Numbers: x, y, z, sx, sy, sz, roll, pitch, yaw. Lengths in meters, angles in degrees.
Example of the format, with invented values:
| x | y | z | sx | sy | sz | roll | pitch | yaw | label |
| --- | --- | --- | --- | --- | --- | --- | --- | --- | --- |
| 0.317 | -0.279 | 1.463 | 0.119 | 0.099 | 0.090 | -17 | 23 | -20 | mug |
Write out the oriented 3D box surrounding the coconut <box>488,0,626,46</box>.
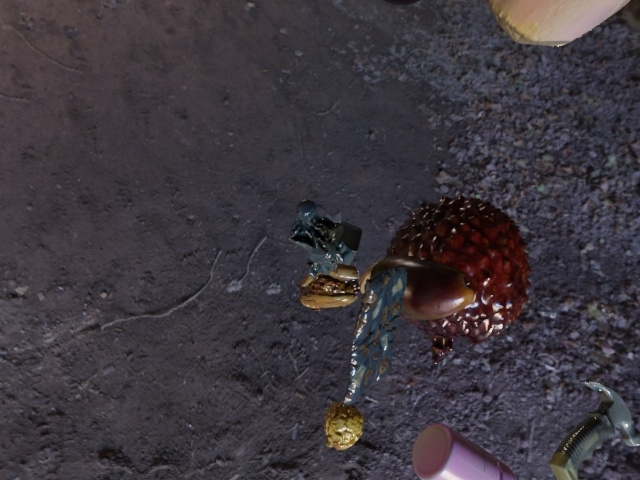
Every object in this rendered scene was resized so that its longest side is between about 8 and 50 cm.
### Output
| x | y | z | sx | sy | sz | roll | pitch | yaw | label |
| --- | --- | --- | --- | --- | --- | --- | --- | --- | --- |
| 0.580 | -0.624 | 0.937 | 0.297 | 0.309 | 0.297 | 7 | 70 | -19 | coconut |

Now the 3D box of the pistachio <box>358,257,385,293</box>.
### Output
| x | y | z | sx | sy | sz | roll | pitch | yaw | label |
| --- | --- | --- | --- | --- | --- | --- | --- | --- | --- |
| 0.247 | 0.152 | 1.812 | 0.145 | 0.200 | 0.117 | 33 | 32 | -42 | pistachio |

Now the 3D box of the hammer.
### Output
| x | y | z | sx | sy | sz | roll | pitch | yaw | label |
| --- | --- | --- | --- | --- | --- | --- | --- | --- | --- |
| 0.544 | 0.393 | 0.833 | 0.226 | 0.041 | 0.159 | -29 | 84 | -23 | hammer |

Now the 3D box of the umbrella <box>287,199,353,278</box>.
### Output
| x | y | z | sx | sy | sz | roll | pitch | yaw | label |
| --- | --- | --- | --- | --- | --- | --- | --- | --- | --- |
| 0.000 | 0.003 | 1.099 | 0.143 | 0.349 | 0.094 | -42 | 65 | -11 | umbrella |

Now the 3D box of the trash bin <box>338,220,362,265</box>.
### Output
| x | y | z | sx | sy | sz | roll | pitch | yaw | label |
| --- | --- | --- | --- | --- | --- | --- | --- | --- | --- |
| 0.081 | 0.056 | 1.824 | 0.122 | 0.240 | 0.164 | 23 | 46 | -6 | trash bin |

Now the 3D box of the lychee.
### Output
| x | y | z | sx | sy | sz | roll | pitch | yaw | label |
| --- | --- | --- | --- | --- | --- | --- | --- | --- | --- |
| 0.390 | 0.115 | 1.219 | 0.424 | 0.424 | 0.500 | 11 | 92 | -7 | lychee |

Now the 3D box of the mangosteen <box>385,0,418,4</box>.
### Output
| x | y | z | sx | sy | sz | roll | pitch | yaw | label |
| --- | --- | --- | --- | --- | --- | --- | --- | --- | --- |
| 0.121 | -0.415 | 0.575 | 0.152 | 0.152 | 0.152 | 6 | 58 | -10 | mangosteen |

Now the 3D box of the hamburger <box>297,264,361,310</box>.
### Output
| x | y | z | sx | sy | sz | roll | pitch | yaw | label |
| --- | --- | --- | --- | --- | --- | --- | --- | --- | --- |
| 0.023 | 0.173 | 1.541 | 0.282 | 0.245 | 0.155 | -4 | 72 | 18 | hamburger |

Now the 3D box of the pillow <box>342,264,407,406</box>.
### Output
| x | y | z | sx | sy | sz | roll | pitch | yaw | label |
| --- | --- | --- | --- | --- | --- | --- | --- | --- | --- |
| 0.111 | 0.175 | 0.798 | 0.034 | 0.256 | 0.189 | 17 | 14 | 31 | pillow |

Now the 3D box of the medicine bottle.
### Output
| x | y | z | sx | sy | sz | roll | pitch | yaw | label |
| --- | --- | --- | --- | --- | --- | --- | --- | --- | --- |
| 0.452 | 0.723 | 1.301 | 0.290 | 0.178 | 0.178 | 34 | 56 | -13 | medicine bottle |

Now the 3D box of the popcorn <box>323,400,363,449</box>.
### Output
| x | y | z | sx | sy | sz | roll | pitch | yaw | label |
| --- | --- | --- | --- | --- | --- | --- | --- | --- | --- |
| 0.079 | 0.682 | 1.517 | 0.180 | 0.180 | 0.170 | -29 | 85 | -27 | popcorn |

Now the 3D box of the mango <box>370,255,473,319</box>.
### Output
| x | y | z | sx | sy | sz | roll | pitch | yaw | label |
| --- | --- | --- | --- | --- | --- | --- | --- | --- | --- |
| 0.212 | 0.106 | 0.939 | 0.111 | 0.267 | 0.133 | 1 | 97 | -42 | mango |
